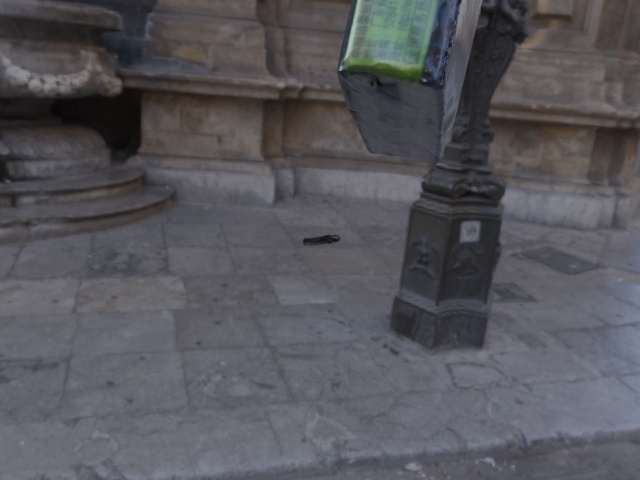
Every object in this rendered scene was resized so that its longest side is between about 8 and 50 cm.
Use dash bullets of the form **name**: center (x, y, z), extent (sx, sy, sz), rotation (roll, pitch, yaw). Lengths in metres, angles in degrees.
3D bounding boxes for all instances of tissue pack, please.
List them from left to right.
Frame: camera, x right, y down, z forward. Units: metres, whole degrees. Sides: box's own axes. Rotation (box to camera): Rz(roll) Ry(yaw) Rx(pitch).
- **tissue pack**: center (0.127, -0.314, 0.698), extent (0.124, 0.395, 0.288), rotation (12, -6, 12)

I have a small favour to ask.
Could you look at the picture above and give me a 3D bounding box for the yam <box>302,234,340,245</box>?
- **yam**: center (0.000, 0.000, 0.858), extent (0.014, 0.014, 0.107), rotation (-3, -1, -26)
